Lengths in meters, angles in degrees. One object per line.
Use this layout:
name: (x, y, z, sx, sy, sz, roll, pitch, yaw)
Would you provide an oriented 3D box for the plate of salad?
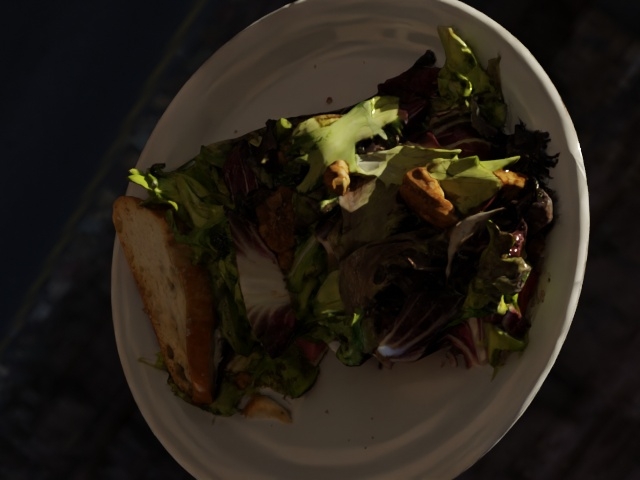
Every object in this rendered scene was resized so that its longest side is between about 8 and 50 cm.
plate of salad: (0.000, 0.000, 0.688, 0.200, 0.200, 0.048, -53, 147, 8)
